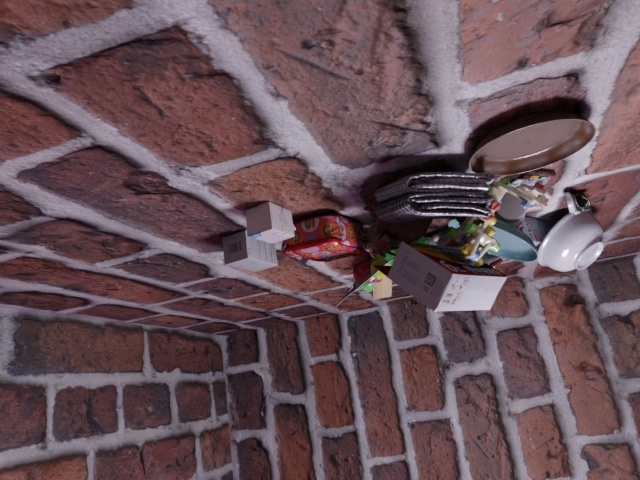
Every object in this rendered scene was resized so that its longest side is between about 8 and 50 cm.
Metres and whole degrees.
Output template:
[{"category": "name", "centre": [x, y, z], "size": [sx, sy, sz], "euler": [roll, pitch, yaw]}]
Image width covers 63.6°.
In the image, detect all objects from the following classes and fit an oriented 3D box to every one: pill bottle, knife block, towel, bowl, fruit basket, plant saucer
[{"category": "pill bottle", "centre": [0.644, -0.087, 1.804], "size": [0.121, 0.121, 0.221], "euler": [-10, 163, 7]}, {"category": "knife block", "centre": [0.260, 0.151, 2.219], "size": [0.088, 0.275, 0.242], "euler": [-9, -167, 2]}, {"category": "towel", "centre": [0.325, -0.113, 1.487], "size": [0.284, 0.121, 0.235], "euler": [-1, 175, -15]}, {"category": "bowl", "centre": [1.036, 0.024, 2.085], "size": [0.298, 0.134, 0.297], "euler": [-20, 136, -21]}, {"category": "fruit basket", "centre": [0.226, 0.095, 1.877], "size": [0.353, 0.165, 0.327], "euler": [-49, 176, 21]}, {"category": "plant saucer", "centre": [0.539, -0.252, 1.339], "size": [0.311, 0.050, 0.310], "euler": [-8, 162, -2]}, {"category": "plant saucer", "centre": [0.602, -0.015, 1.793], "size": [0.318, 0.043, 0.317], "euler": [26, 172, 4]}]

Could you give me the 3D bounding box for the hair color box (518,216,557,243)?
[{"category": "hair color box", "centre": [0.881, -0.008, 2.193], "size": [0.375, 0.113, 0.185], "euler": [5, 158, -39]}]

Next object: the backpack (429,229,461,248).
[{"category": "backpack", "centre": [0.496, 0.085, 2.135], "size": [0.254, 0.191, 0.225], "euler": [-30, 128, 16]}]

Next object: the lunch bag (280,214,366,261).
[{"category": "lunch bag", "centre": [0.000, 0.000, 1.806], "size": [0.258, 0.120, 0.293], "euler": [-12, 166, 29]}]

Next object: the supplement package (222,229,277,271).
[{"category": "supplement package", "centre": [-0.247, 0.040, 1.823], "size": [0.105, 0.105, 0.179], "euler": [-17, 161, 25]}]

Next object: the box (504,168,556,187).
[{"category": "box", "centre": [0.655, -0.194, 1.619], "size": [0.137, 0.027, 0.094], "euler": [1, 160, -28]}]

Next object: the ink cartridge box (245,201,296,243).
[{"category": "ink cartridge box", "centre": [-0.150, -0.051, 1.596], "size": [0.092, 0.089, 0.143], "euler": [-16, 162, 26]}]

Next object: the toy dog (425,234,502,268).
[{"category": "toy dog", "centre": [0.544, 0.073, 1.936], "size": [0.334, 0.220, 0.161], "euler": [29, 106, -23]}]

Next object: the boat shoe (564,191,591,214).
[{"category": "boat shoe", "centre": [0.928, -0.140, 1.856], "size": [0.070, 0.077, 0.219], "euler": [-18, 168, 32]}]

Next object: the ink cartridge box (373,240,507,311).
[{"category": "ink cartridge box", "centre": [0.367, 0.095, 1.595], "size": [0.310, 0.130, 0.272], "euler": [6, -157, -44]}]

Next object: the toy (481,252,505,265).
[{"category": "toy", "centre": [0.667, 0.085, 2.230], "size": [0.137, 0.056, 0.237], "euler": [-22, -152, -19]}]

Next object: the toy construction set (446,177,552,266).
[{"category": "toy construction set", "centre": [0.518, -0.076, 1.558], "size": [0.328, 0.151, 0.215], "euler": [-41, -166, 0]}]

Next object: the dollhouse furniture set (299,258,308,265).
[{"category": "dollhouse furniture set", "centre": [-0.086, 0.022, 2.008], "size": [0.081, 0.091, 0.114], "euler": [28, 157, 33]}]

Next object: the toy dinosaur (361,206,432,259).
[{"category": "toy dinosaur", "centre": [0.253, -0.035, 1.645], "size": [0.296, 0.200, 0.127], "euler": [-4, 162, -11]}]
